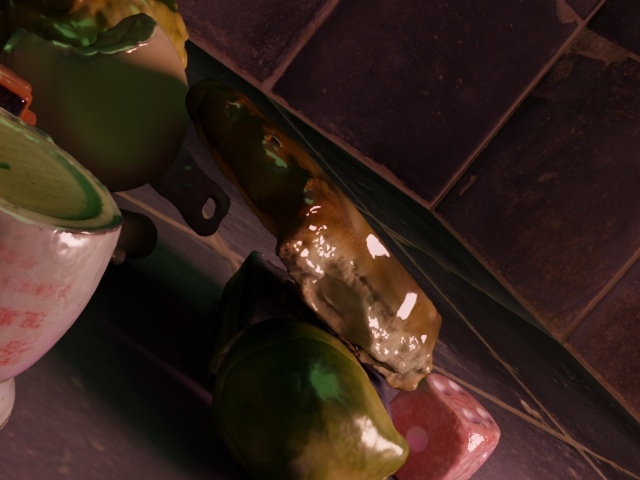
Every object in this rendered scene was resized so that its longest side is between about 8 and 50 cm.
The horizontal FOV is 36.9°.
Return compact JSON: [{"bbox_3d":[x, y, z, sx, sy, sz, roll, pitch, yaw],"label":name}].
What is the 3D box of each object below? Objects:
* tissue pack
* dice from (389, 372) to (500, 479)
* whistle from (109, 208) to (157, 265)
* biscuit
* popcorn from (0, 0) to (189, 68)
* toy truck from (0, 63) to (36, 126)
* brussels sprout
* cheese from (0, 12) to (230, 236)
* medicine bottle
[{"bbox_3d":[-0.017,0.109,0.892,0.173,0.073,0.235,39,11,-10],"label":"tissue pack"},{"bbox_3d":[0.112,0.192,0.939,0.093,0.094,0.091,45,15,25],"label":"dice"},{"bbox_3d":[-0.205,-0.012,0.779,0.126,0.067,0.258,40,8,15],"label":"whistle"},{"bbox_3d":[0.000,0.000,0.773,0.329,0.078,0.335,52,-1,-3],"label":"biscuit"},{"bbox_3d":[-0.262,-0.208,0.943,0.258,0.224,0.270,49,-23,-25],"label":"popcorn"},{"bbox_3d":[-0.262,-0.075,0.630,0.083,0.092,0.192,33,-22,-34],"label":"toy truck"},{"bbox_3d":[-0.015,0.129,0.705,0.155,0.118,0.155,60,-6,11],"label":"brussels sprout"},{"bbox_3d":[-0.169,-0.081,0.830,0.071,0.163,0.248,8,-50,40],"label":"cheese"},{"bbox_3d":[-0.196,0.012,0.496,0.147,0.143,0.147,33,12,-8],"label":"medicine bottle"}]
